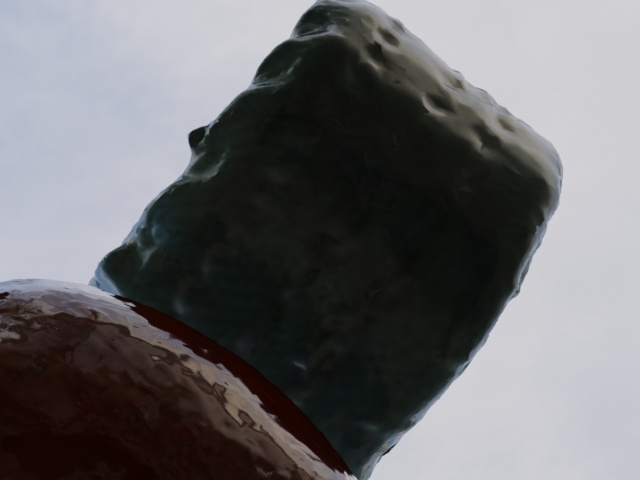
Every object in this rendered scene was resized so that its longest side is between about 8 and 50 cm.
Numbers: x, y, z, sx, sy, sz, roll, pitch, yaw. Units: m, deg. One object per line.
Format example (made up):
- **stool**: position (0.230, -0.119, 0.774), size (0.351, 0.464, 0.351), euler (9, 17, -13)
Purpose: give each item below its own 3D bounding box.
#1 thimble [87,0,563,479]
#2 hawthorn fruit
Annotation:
- **thimble**: position (0.000, 0.000, 0.604), size (0.143, 0.198, 0.235), euler (40, -154, -3)
- **hawthorn fruit**: position (-0.081, 0.092, 0.390), size (0.185, 0.185, 0.202), euler (-39, -82, -30)
